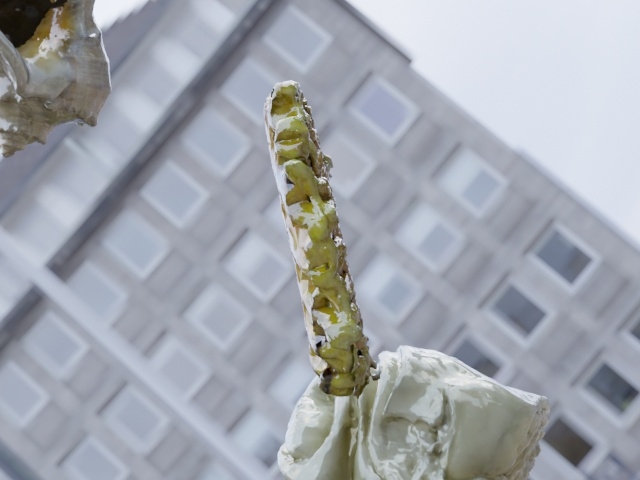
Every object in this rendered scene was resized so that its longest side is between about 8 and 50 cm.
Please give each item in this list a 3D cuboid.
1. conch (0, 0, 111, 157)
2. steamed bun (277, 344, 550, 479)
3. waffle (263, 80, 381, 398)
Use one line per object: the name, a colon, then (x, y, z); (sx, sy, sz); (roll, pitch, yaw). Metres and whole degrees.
conch: (-0.351, -0.260, 2.212); (0.186, 0.324, 0.263); (-8, -12, 12)
steamed bun: (0.054, 0.231, 1.744); (0.289, 0.203, 0.276); (-63, -16, 5)
waffle: (-0.002, 0.000, 1.528); (0.052, 0.254, 0.245); (-12, -10, 1)
